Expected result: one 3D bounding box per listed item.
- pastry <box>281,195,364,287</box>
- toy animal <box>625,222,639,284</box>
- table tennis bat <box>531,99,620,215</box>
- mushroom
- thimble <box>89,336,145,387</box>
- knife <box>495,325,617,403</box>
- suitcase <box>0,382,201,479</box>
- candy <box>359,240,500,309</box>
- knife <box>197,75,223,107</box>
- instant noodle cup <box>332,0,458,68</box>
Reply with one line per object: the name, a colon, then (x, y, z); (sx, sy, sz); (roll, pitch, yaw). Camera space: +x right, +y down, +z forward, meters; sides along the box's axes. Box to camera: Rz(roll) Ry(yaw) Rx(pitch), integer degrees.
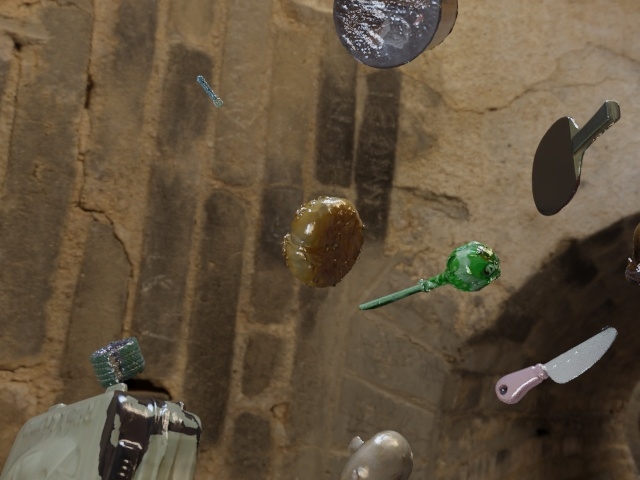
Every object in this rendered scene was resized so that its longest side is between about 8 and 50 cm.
pastry: (0.000, 0.000, 1.886); (0.284, 0.184, 0.315); (-11, -63, -39)
toy animal: (0.605, 0.028, 0.981); (0.188, 0.089, 0.179); (-103, 25, -58)
table tennis bat: (0.396, -0.137, 0.909); (0.274, 0.021, 0.154); (98, 174, -71)
mushroom: (0.145, 0.614, 1.552); (0.226, 0.178, 0.226); (-26, -36, -21)
thimble: (-0.495, 0.298, 1.396); (0.118, 0.135, 0.090); (-26, -83, -41)
knife: (0.582, 0.318, 1.408); (0.043, 0.336, 0.081); (29, -145, -35)
suitcase: (-0.343, 0.392, 0.793); (0.194, 0.351, 0.339); (34, -133, -35)
candy: (0.201, 0.091, 1.123); (0.097, 0.323, 0.097); (28, -131, -38)
knife: (-0.293, -0.396, 1.510); (0.096, 0.010, 0.027); (52, -130, -15)
instant noodle cup: (0.163, -0.459, 1.129); (0.207, 0.217, 0.217); (-34, -60, -56)
